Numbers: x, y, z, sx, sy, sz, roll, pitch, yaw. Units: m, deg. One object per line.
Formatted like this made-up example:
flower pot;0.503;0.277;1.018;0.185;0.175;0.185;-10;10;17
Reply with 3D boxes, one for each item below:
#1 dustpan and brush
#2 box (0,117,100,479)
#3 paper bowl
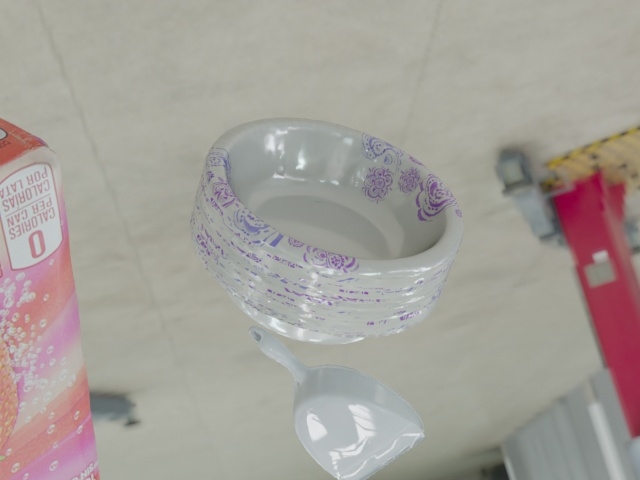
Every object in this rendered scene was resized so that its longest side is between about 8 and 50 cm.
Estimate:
dustpan and brush;0.000;0.171;1.522;0.211;0.060;0.147;36;129;-16
box;-0.216;0.069;0.338;0.300;0.154;0.142;-36;138;-39
paper bowl;0.000;0.000;1.477;0.284;0.284;0.148;-7;130;-32
